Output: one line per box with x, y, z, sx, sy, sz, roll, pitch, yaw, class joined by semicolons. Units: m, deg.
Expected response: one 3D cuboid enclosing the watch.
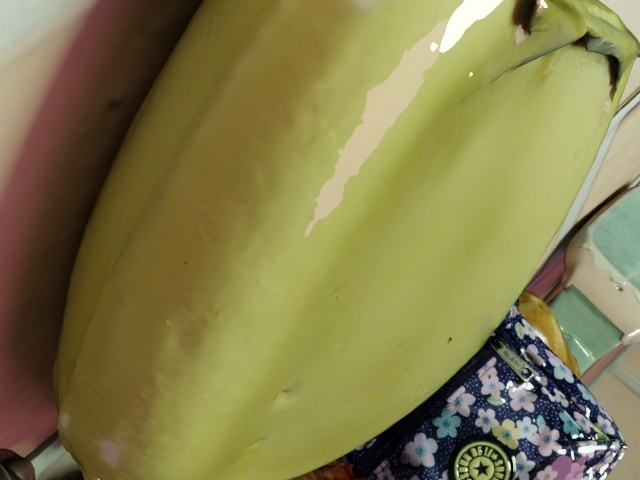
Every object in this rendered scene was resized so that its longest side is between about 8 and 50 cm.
0.331;0.084;1.295;0.253;0.162;0.241;-32;162;-37;watch

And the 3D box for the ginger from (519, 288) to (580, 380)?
0.155;0.171;1.055;0.165;0.173;0.321;-83;-171;-46;ginger

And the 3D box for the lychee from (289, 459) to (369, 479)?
-0.061;0.225;0.611;0.271;0.236;0.236;16;116;-40;lychee

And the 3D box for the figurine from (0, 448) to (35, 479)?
-0.217;0.168;0.271;0.370;0.167;0.281;-33;152;-17;figurine

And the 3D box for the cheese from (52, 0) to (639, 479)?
0.000;0.000;0.481;0.260;0.128;0.315;3;124;-53;cheese

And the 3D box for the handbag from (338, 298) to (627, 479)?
0.105;0.150;0.855;0.229;0.208;0.127;-42;175;-1;handbag
